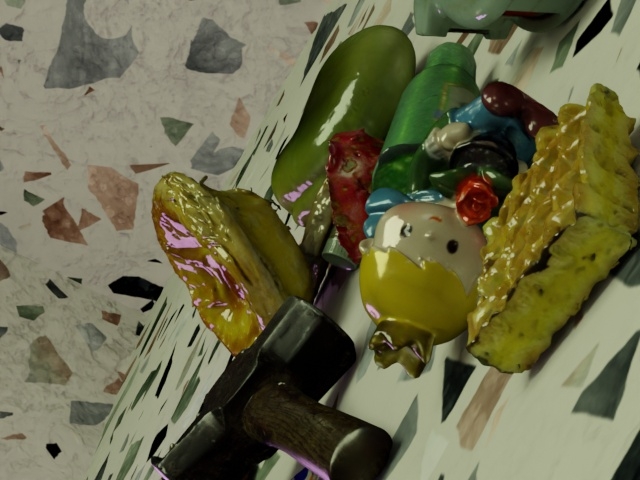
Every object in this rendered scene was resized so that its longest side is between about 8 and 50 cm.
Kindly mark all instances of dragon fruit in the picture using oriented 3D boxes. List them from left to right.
[{"bbox_3d":[0.078,-0.051,1.861,0.153,0.111,0.153,-5,-90,-73],"label":"dragon fruit"}]

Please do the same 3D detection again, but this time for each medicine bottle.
[{"bbox_3d":[0.037,-0.010,2.093,0.083,0.047,0.047,-66,9,-19],"label":"medicine bottle"}]

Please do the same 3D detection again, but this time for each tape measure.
[{"bbox_3d":[0.188,-0.313,1.675,0.246,0.125,0.243,18,108,63],"label":"tape measure"}]

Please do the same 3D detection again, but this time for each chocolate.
[{"bbox_3d":[0.121,-0.119,1.771,0.110,0.110,0.291,-58,8,32],"label":"chocolate"}]

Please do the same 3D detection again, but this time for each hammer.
[{"bbox_3d":[-0.021,0.187,1.692,0.242,0.095,0.409,-49,17,-9],"label":"hammer"}]

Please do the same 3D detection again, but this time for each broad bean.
[{"bbox_3d":[0.032,-0.155,2.310,0.291,0.119,0.238,-62,8,6],"label":"broad bean"}]

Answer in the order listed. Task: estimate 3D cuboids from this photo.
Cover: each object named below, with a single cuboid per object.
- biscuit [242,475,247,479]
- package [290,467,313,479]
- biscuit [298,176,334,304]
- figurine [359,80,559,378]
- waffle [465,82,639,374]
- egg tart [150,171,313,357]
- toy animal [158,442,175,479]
[{"bbox_3d":[-0.118,0.325,2.092,0.126,0.025,0.206,-54,14,50],"label":"biscuit"},{"bbox_3d":[-0.028,0.269,1.710,0.077,0.033,0.110,-35,26,24],"label":"package"},{"bbox_3d":[-0.001,0.000,2.169,0.176,0.031,0.228,-55,-15,-63],"label":"biscuit"},{"bbox_3d":[0.113,-0.011,1.459,0.185,0.127,0.234,-41,13,49],"label":"figurine"},{"bbox_3d":[0.173,-0.019,1.283,0.160,0.055,0.211,-56,12,35],"label":"waffle"},{"bbox_3d":[-0.093,0.031,2.119,0.116,0.295,0.295,-34,-2,-21],"label":"egg tart"},{"bbox_3d":[-0.165,0.331,2.077,0.260,0.087,0.243,-84,9,-63],"label":"toy animal"}]
